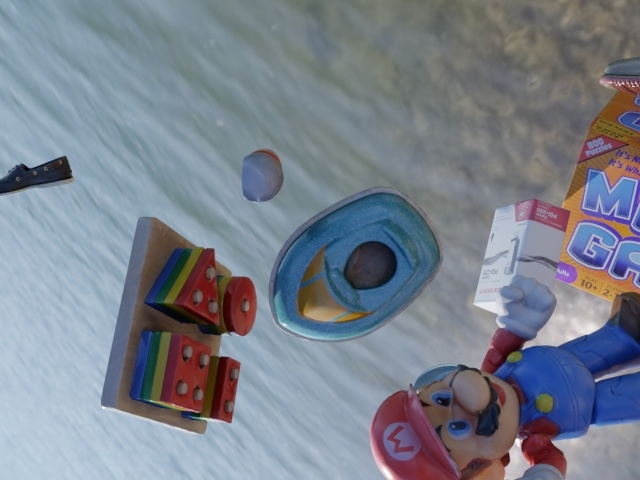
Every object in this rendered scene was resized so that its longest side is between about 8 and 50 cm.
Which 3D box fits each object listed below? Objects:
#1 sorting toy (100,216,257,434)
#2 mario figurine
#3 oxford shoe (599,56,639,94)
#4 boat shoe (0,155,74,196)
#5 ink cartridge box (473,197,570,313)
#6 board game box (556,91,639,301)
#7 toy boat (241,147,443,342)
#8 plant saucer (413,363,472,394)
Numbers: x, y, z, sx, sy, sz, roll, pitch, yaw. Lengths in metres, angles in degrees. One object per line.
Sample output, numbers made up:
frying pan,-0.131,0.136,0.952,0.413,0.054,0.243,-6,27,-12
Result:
sorting toy,-0.176,0.128,1.249,0.089,0.255,0.257,1,162,21
mario figurine,0.197,0.138,0.827,0.198,0.321,0.170,-157,50,-71
oxford shoe,0.641,-0.313,1.495,0.348,0.123,0.130,-1,87,35
boat shoe,-0.411,-0.087,1.242,0.049,0.133,0.042,-130,27,-73
ink cartridge box,0.404,0.038,1.814,0.092,0.217,0.158,17,169,-16
board game box,0.732,-0.084,1.918,0.356,0.356,0.356,24,127,20
toy boat,0.000,0.000,1.252,0.318,0.267,0.148,48,-170,-11
plant saucer,0.276,0.311,1.756,0.195,0.037,0.195,11,123,18
